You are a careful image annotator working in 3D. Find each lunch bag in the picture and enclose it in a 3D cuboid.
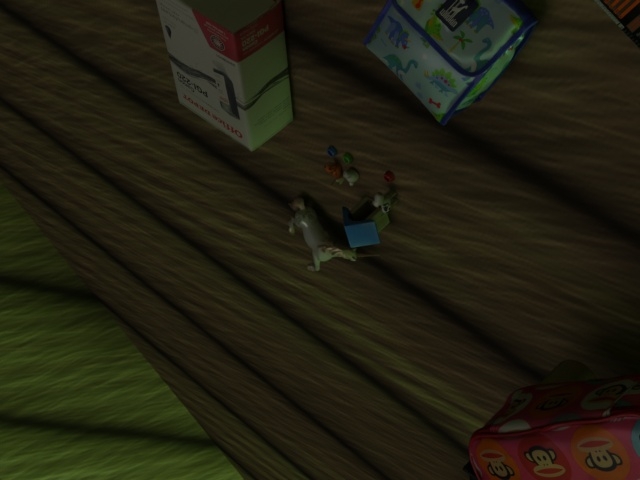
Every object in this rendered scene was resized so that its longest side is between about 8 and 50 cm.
[{"bbox_3d":[0.132,-0.211,0.990,0.129,0.096,0.151,47,141,7],"label":"lunch bag"},{"bbox_3d":[0.326,0.280,1.082,0.293,0.120,0.258,-22,100,51],"label":"lunch bag"}]

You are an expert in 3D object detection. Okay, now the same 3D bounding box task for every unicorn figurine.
[{"bbox_3d":[0.000,0.000,1.536,0.162,0.060,0.111,46,156,4],"label":"unicorn figurine"}]

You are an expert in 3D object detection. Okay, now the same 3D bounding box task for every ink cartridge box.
[{"bbox_3d":[-0.127,-0.250,1.344,0.158,0.092,0.218,35,154,26],"label":"ink cartridge box"}]

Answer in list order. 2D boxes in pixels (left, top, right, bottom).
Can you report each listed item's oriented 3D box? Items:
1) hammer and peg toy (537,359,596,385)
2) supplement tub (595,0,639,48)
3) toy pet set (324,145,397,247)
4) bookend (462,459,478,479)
[{"bbox_3d":[0.396,0.299,1.253,0.361,0.127,0.266,50,155,4],"label":"hammer and peg toy"},{"bbox_3d":[0.261,-0.209,0.745,0.190,0.117,0.117,48,155,1],"label":"supplement tub"},{"bbox_3d":[0.045,-0.053,1.381,0.122,0.065,0.114,27,148,38],"label":"toy pet set"},{"bbox_3d":[0.283,0.333,1.445,0.072,0.157,0.156,32,150,32],"label":"bookend"}]
